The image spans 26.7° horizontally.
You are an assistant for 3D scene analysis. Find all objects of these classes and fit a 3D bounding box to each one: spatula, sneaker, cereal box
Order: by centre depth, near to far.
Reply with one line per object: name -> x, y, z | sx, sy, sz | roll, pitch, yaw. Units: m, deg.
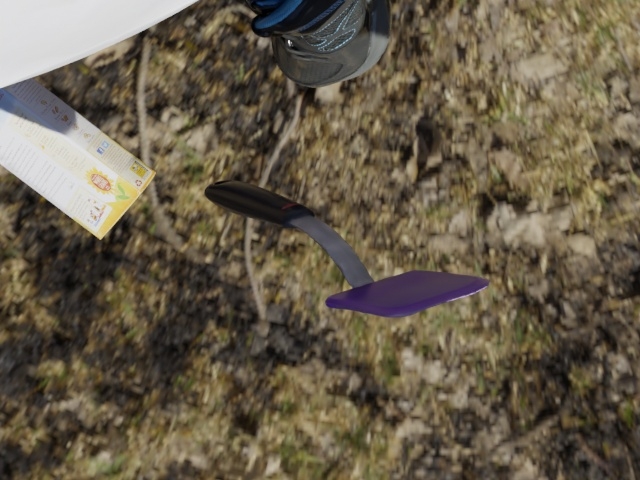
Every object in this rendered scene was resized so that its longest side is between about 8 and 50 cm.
spatula -> 0.000, 0.000, 0.900 | 0.084, 0.296, 0.030 | -16, 117, -29
sneaker -> -0.014, -0.208, 1.051 | 0.139, 0.341, 0.125 | -29, 78, -17
cereal box -> -0.349, -0.116, 1.774 | 0.240, 0.047, 0.173 | 39, 147, -9

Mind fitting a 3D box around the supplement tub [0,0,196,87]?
supplement tub -> -0.149, -0.227, 0.472 | 0.228, 0.228, 0.316 | -26, 88, 14
